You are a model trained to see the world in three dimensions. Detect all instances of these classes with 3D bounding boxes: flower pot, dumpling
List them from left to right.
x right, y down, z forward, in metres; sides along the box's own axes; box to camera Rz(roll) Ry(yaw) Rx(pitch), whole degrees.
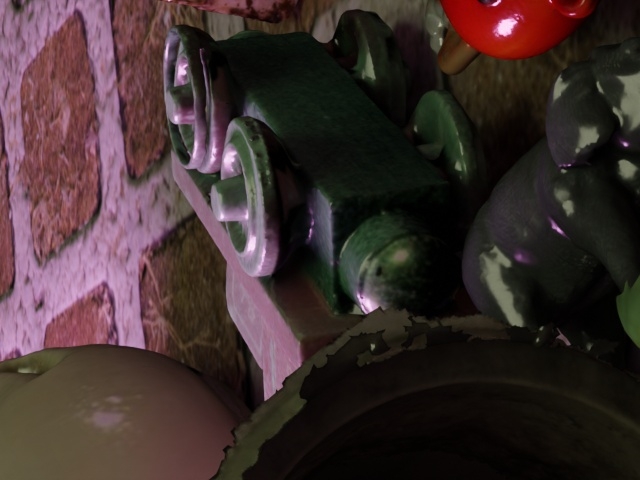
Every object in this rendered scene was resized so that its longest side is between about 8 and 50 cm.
[{"bbox_3d":[-0.109,0.234,1.253,0.395,0.233,0.315,22,142,47],"label":"dumpling"},{"bbox_3d":[0.046,0.193,0.826,0.259,0.290,0.290,134,131,-69],"label":"flower pot"}]

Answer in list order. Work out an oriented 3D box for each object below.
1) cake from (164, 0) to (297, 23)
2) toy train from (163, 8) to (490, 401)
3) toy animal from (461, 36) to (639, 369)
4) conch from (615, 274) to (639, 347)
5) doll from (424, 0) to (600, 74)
[{"bbox_3d":[-0.105,-0.252,1.252,0.246,0.135,0.112,56,139,48],"label":"cake"},{"bbox_3d":[0.000,0.000,1.039,0.304,0.150,0.221,-124,28,-58],"label":"toy train"},{"bbox_3d":[0.141,-0.022,0.824,0.137,0.082,0.269,65,145,38],"label":"toy animal"},{"bbox_3d":[0.195,-0.047,0.684,0.137,0.143,0.250,11,86,21],"label":"conch"},{"bbox_3d":[0.093,-0.159,0.885,0.217,0.085,0.183,-91,19,-50],"label":"doll"}]
